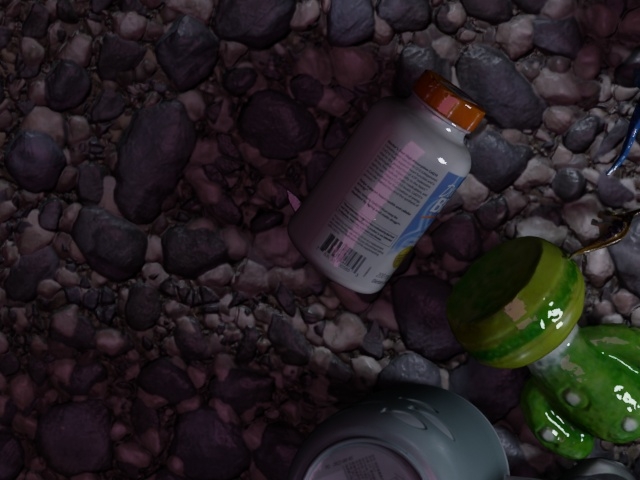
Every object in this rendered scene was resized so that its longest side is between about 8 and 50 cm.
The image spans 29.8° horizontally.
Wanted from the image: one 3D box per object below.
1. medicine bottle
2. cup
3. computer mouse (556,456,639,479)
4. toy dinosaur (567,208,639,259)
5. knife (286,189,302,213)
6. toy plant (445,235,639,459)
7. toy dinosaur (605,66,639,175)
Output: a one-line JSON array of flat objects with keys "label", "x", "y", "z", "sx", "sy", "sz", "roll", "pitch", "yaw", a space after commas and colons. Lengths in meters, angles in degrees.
[{"label": "medicine bottle", "x": 0.094, "y": -0.082, "z": 1.588, "sx": 0.157, "sy": 0.157, "sz": 0.289, "roll": 37, "pitch": 106, "yaw": 0}, {"label": "cup", "x": 0.145, "y": 0.334, "z": 1.571, "sx": 0.356, "sy": 0.274, "sz": 0.259, "roll": 2, "pitch": 90, "yaw": 21}, {"label": "computer mouse", "x": 0.367, "y": 0.406, "z": 1.679, "sx": 0.379, "sy": 0.090, "sz": 0.167, "roll": -35, "pitch": 79, "yaw": 17}, {"label": "toy dinosaur", "x": 0.378, "y": -0.014, "z": 1.586, "sx": 0.180, "sy": 0.058, "sz": 0.037, "roll": -37, "pitch": 112, "yaw": -21}, {"label": "knife", "x": 0.000, "y": 0.000, "z": 1.700, "sx": 0.023, "sy": 0.010, "sz": 0.170, "roll": -33, "pitch": 93, "yaw": 9}, {"label": "toy plant", "x": 0.331, "y": 0.152, "z": 1.614, "sx": 0.224, "sy": 0.184, "sz": 0.316, "roll": -36, "pitch": 110, "yaw": 20}, {"label": "toy dinosaur", "x": 0.461, "y": -0.232, "z": 1.514, "sx": 0.076, "sy": 0.144, "sz": 0.329, "roll": 33, "pitch": 119, "yaw": -3}]
